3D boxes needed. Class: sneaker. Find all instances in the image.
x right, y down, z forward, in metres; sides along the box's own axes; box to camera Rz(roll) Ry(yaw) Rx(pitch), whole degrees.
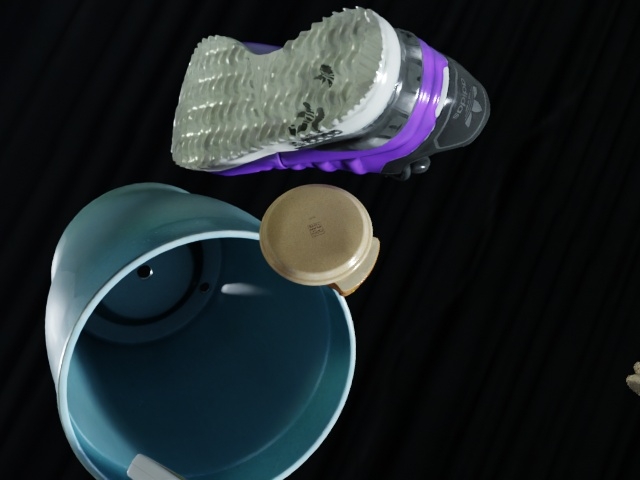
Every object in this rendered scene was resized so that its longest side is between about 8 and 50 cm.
[{"bbox_3d":[0.008,-0.085,1.182,0.146,0.102,0.293,15,172,-32],"label":"sneaker"}]

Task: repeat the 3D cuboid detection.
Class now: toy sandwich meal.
[{"bbox_3d":[0.000,0.000,1.136,0.085,0.086,0.029,20,156,13],"label":"toy sandwich meal"}]

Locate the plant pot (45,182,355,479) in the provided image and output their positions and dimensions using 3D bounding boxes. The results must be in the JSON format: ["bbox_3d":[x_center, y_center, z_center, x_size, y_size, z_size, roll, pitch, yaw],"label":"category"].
[{"bbox_3d":[-0.140,0.072,1.561,0.271,0.272,0.255,39,-176,-31],"label":"plant pot"}]

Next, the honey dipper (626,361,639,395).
[{"bbox_3d":[0.210,0.013,0.863,0.030,0.161,0.030,31,169,7],"label":"honey dipper"}]

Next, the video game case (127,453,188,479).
[{"bbox_3d":[-0.030,0.250,1.321,0.193,0.023,0.212,23,169,47],"label":"video game case"}]
